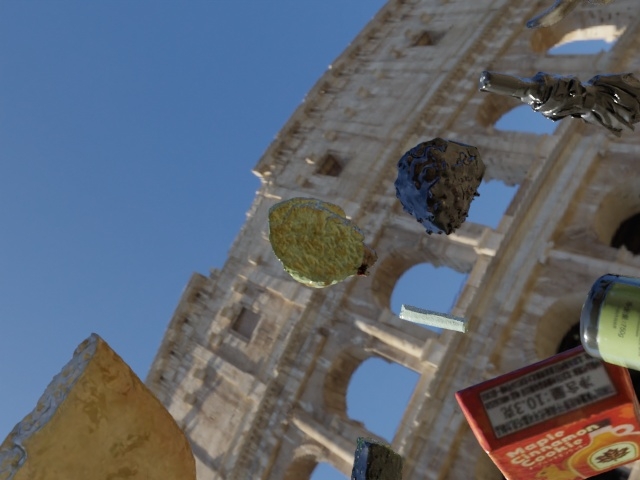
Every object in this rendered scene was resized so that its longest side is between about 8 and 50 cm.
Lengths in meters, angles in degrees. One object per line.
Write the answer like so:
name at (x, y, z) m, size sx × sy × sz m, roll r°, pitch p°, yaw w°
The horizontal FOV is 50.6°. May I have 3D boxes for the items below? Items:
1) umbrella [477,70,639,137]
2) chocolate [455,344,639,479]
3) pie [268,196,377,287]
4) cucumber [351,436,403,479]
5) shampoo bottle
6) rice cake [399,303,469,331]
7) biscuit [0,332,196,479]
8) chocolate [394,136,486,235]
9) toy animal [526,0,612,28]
umbrella at (0.432, -0.257, 1.193) m, size 0.339 × 0.118 × 0.118 m, roll 5°, pitch -81°, yaw -17°
chocolate at (0.350, 0.269, 0.993) m, size 0.237 × 0.108 × 0.235 m, roll -23°, pitch -46°, yaw 14°
pie at (-0.009, 0.000, 1.732) m, size 0.257 × 0.274 × 0.105 m, roll -20°, pitch -26°, yaw -32°
cucumber at (0.037, 0.304, 0.665) m, size 0.058 × 0.052 × 0.215 m, roll 21°, pitch -99°, yaw -44°
shampoo bottle at (0.416, 0.106, 0.680) m, size 0.101 × 0.283 × 0.101 m, roll -13°, pitch -72°, yaw -44°
rice cake at (0.268, 0.184, 1.604) m, size 0.029 × 0.170 × 0.033 m, roll -32°, pitch -52°, yaw -57°
biscuit at (-0.398, 0.463, 1.154) m, size 0.429 × 0.104 × 0.446 m, roll -52°, pitch -54°, yaw -34°
chocolate at (0.196, -0.066, 1.070) m, size 0.156 × 0.133 × 0.156 m, roll -3°, pitch -50°, yaw -3°
toy animal at (0.285, -0.365, 0.736) m, size 0.168 × 0.121 × 0.233 m, roll -15°, pitch -79°, yaw -5°
